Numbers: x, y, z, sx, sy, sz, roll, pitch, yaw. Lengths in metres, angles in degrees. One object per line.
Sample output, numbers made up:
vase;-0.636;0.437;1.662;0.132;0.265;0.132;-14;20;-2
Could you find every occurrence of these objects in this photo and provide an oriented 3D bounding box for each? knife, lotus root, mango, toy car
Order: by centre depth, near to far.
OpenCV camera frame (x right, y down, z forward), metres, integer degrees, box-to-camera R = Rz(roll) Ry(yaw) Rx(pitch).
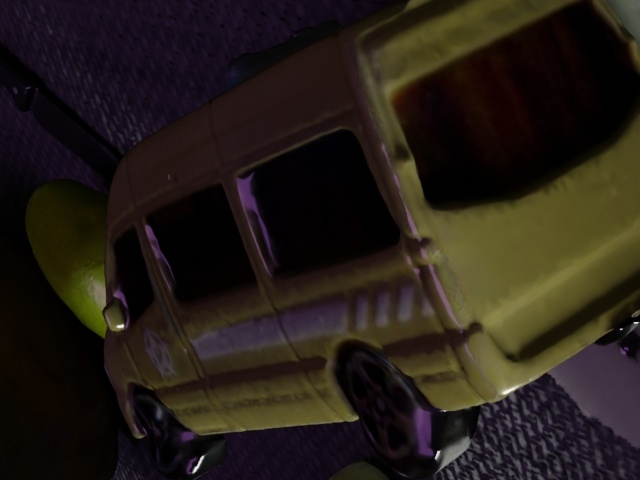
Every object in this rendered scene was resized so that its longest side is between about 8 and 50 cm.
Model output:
toy car;0.000;0.000;0.456;0.256;0.101;0.124;-18;99;60
mango;-0.093;0.009;0.637;0.108;0.056;0.073;41;-178;31
knife;-0.126;-0.057;0.674;0.170;0.010;0.023;39;145;24
lotus root;-0.220;0.079;0.751;0.188;0.199;0.180;36;149;19

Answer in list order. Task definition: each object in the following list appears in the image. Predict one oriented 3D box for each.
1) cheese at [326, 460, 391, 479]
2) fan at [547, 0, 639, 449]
cheese;-0.048;0.256;0.609;0.124;0.265;0.242;36;144;31
fan;0.122;-0.025;0.352;0.191;0.009;0.329;53;152;9
